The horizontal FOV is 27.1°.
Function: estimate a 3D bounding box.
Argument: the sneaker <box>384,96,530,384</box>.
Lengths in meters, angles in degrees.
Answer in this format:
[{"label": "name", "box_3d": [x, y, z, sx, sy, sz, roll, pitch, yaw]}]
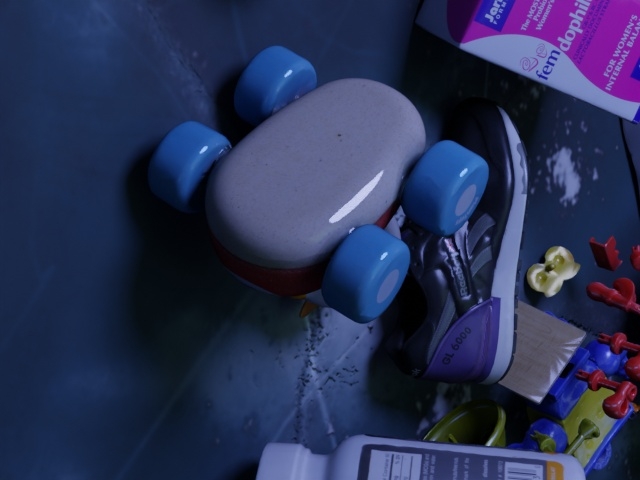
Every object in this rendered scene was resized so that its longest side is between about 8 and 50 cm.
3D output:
[{"label": "sneaker", "box_3d": [0.123, -0.005, 1.284, 0.124, 0.107, 0.283, 5, 82, -23]}]

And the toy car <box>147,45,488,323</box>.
[{"label": "toy car", "box_3d": [0.000, 0.000, 1.137, 0.210, 0.219, 0.238, -46, 153, -28]}]

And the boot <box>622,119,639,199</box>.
[{"label": "boot", "box_3d": [0.428, -0.124, 1.573, 0.123, 0.095, 0.258, -39, 130, -39]}]

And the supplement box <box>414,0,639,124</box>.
[{"label": "supplement box", "box_3d": [0.220, -0.209, 1.276, 0.220, 0.114, 0.111, 18, 105, -24]}]

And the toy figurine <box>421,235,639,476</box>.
[{"label": "toy figurine", "box_3d": [0.272, 0.198, 1.409, 0.362, 0.191, 0.217, -50, 132, -25]}]

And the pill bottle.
[{"label": "pill bottle", "box_3d": [0.084, 0.253, 1.154, 0.162, 0.278, 0.162, 4, 90, -84]}]

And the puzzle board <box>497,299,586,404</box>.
[{"label": "puzzle board", "box_3d": [0.191, 0.104, 1.353, 0.096, 0.128, 0.011, -50, 150, -25]}]

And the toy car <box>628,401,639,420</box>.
[{"label": "toy car", "box_3d": [0.368, 0.197, 1.609, 0.040, 0.060, 0.122, 49, 32, 12]}]
